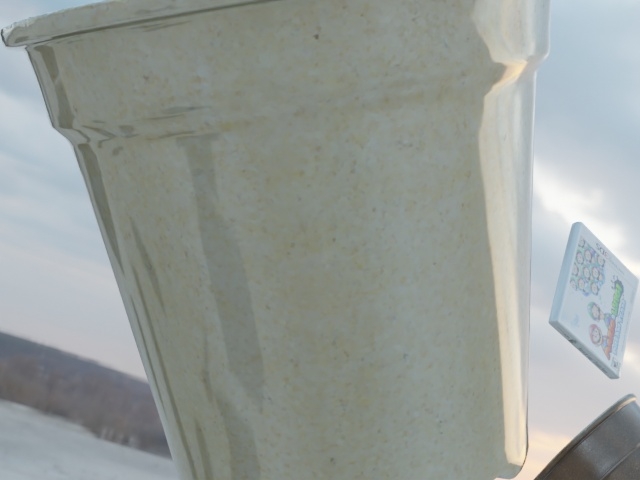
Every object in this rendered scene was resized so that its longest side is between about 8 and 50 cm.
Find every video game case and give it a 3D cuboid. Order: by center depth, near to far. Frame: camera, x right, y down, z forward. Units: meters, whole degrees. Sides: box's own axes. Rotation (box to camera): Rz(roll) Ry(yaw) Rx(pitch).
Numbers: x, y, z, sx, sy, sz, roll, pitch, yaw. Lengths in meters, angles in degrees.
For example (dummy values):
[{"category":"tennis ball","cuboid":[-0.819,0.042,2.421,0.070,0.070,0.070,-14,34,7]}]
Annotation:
[{"category":"video game case","cuboid":[0.357,0.078,1.443,0.143,0.157,0.019,40,-35,-29]}]

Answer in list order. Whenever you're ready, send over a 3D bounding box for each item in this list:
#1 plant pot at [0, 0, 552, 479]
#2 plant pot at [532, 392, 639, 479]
[{"category":"plant pot","cuboid":[0.000,0.000,0.686,0.333,0.306,0.334,-8,10,1]},{"category":"plant pot","cuboid":[0.292,0.260,1.036,0.165,0.167,0.167,47,2,22]}]
